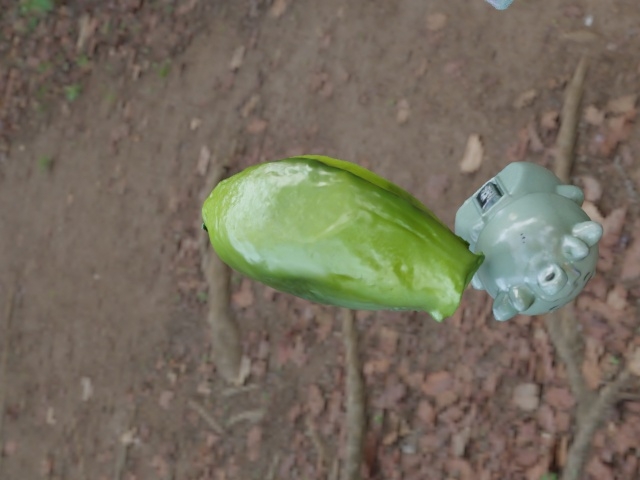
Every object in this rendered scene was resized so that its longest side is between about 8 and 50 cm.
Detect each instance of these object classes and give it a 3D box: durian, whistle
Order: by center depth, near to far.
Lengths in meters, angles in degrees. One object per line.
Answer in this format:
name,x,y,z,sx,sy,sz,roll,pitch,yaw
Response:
durian,0.000,0.000,0.962,0.250,0.139,0.101,12,67,26
whistle,0.162,-0.004,1.019,0.253,0.102,0.105,-102,-2,-71

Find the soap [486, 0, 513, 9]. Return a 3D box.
soap,0.073,-0.328,1.011,0.173,0.290,0.095,-52,12,46
